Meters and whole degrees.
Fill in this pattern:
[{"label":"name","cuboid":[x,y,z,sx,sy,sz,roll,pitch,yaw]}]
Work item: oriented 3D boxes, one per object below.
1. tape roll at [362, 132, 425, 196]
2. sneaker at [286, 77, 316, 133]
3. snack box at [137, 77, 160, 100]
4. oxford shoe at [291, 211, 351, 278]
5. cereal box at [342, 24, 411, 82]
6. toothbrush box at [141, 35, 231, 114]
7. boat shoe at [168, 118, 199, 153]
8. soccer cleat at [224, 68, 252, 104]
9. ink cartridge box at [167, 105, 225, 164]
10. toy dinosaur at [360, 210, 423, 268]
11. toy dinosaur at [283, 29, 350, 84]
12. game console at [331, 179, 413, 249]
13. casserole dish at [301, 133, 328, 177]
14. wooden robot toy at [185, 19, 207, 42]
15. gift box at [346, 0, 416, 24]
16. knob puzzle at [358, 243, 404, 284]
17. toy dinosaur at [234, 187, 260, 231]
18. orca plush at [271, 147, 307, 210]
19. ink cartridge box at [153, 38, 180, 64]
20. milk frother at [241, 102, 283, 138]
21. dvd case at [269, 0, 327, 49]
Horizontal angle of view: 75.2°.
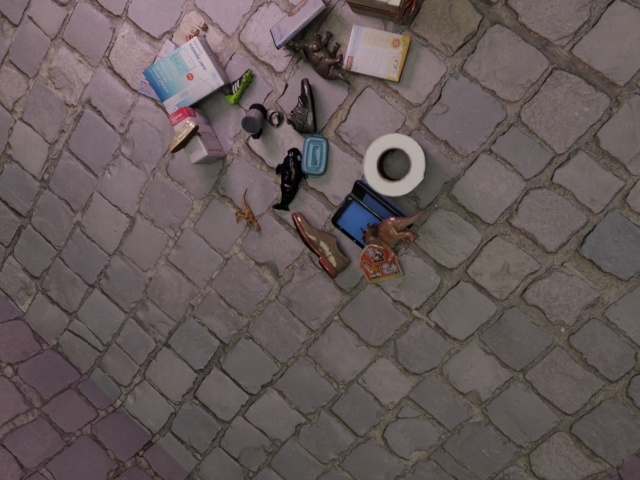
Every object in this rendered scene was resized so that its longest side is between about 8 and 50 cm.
[{"label":"tape roll","cuboid":[0.302,-0.304,1.676,0.245,0.169,0.247,3,102,14]},{"label":"sneaker","cuboid":[-0.090,-0.571,1.777,0.130,0.087,0.228,-1,106,9]},{"label":"snack box","cuboid":[-0.785,-0.710,1.977,0.178,0.022,0.064,24,107,10]},{"label":"oxford shoe","cuboid":[0.000,0.000,1.868,0.130,0.123,0.348,-36,88,-7]},{"label":"cereal box","cuboid":[0.225,-0.750,1.674,0.240,0.047,0.173,19,105,12]},{"label":"toothbrush box","cuboid":[-0.583,-0.716,1.828,0.295,0.126,0.217,-25,110,13]},{"label":"boat shoe","cuboid":[-0.592,-0.446,1.775,0.170,0.063,0.059,-43,85,9]},{"label":"soccer cleat","cuboid":[-0.366,-0.690,1.846,0.072,0.060,0.179,41,111,6]},{"label":"ink cartridge box","cuboid":[-0.554,-0.469,1.881,0.100,0.172,0.237,-25,94,18]},{"label":"toy dinosaur","cuboid":[0.265,-0.034,1.634,0.200,0.127,0.296,44,135,10]},{"label":"toy dinosaur","cuboid":[0.011,-0.747,1.712,0.313,0.121,0.160,41,140,-6]},{"label":"game console","cuboid":[0.206,-0.078,1.753,0.293,0.250,0.173,39,81,5]},{"label":"casserole dish","cuboid":[-0.023,-0.366,1.806,0.114,0.037,0.189,5,101,-5]},{"label":"wooden robot toy","cuboid":[-0.577,-0.905,1.860,0.079,0.076,0.173,34,107,18]},{"label":"gift box","cuboid":[0.240,-0.950,1.519,0.257,0.276,0.255,18,110,10]},{"label":"knob puzzle","cuboid":[0.247,0.099,1.801,0.212,0.030,0.213,10,122,16]},{"label":"toy dinosaur","cuboid":[-0.351,-0.135,1.958,0.112,0.064,0.212,-22,104,0]},{"label":"orca plush","cuboid":[-0.157,-0.268,1.846,0.151,0.102,0.287,31,107,8]},{"label":"ink cartridge box","cuboid":[-0.694,-0.808,1.912,0.104,0.061,0.181,40,109,5]},{"label":"milk frother","cuboid":[-0.250,-0.521,1.805,0.143,0.135,0.129,-14,127,20]},{"label":"dvd case","cuboid":[-0.097,-0.899,1.687,0.253,0.022,0.181,-34,46,19]}]
